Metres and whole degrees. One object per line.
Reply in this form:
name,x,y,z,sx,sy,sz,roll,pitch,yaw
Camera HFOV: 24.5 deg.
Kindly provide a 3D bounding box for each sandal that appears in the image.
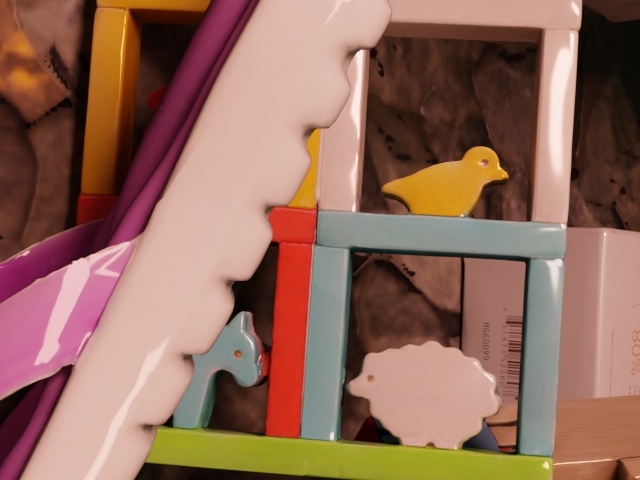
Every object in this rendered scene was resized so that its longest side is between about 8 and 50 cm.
sandal,-0.101,0.035,0.490,0.102,0.169,0.416,31,76,-8

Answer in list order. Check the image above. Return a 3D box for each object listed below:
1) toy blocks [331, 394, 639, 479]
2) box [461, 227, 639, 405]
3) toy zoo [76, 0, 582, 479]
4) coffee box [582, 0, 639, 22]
toy blocks,0.132,0.218,0.673,0.261,0.191,0.381,-3,115,-10
box,0.162,0.063,0.801,0.170,0.091,0.130,6,85,-45
toy zoo,0.000,0.000,0.581,0.030,0.192,0.293,39,54,-83
coffee box,0.176,-0.314,0.579,0.338,0.338,0.334,19,76,-42
